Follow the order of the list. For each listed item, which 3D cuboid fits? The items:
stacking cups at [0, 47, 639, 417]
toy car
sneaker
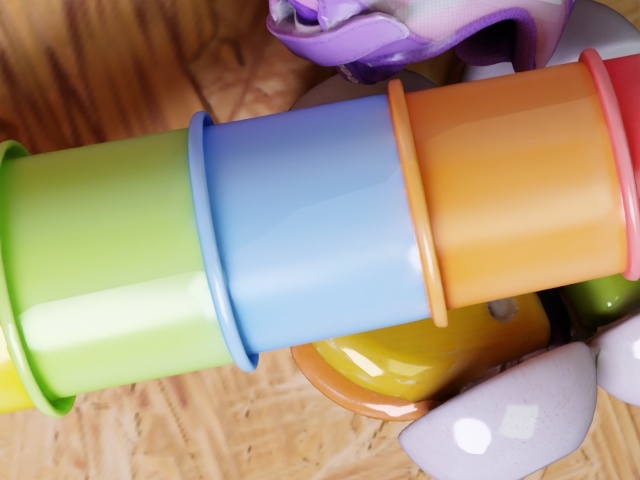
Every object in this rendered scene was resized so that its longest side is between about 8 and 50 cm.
[{"bbox_3d":[0.000,0.000,0.516,0.316,0.096,0.096,-9,131,1],"label":"stacking cups"},{"bbox_3d":[0.070,0.008,0.625,0.182,0.159,0.136,-22,167,-16],"label":"toy car"},{"bbox_3d":[0.003,-0.102,0.502,0.236,0.095,0.104,6,106,-35],"label":"sneaker"}]
